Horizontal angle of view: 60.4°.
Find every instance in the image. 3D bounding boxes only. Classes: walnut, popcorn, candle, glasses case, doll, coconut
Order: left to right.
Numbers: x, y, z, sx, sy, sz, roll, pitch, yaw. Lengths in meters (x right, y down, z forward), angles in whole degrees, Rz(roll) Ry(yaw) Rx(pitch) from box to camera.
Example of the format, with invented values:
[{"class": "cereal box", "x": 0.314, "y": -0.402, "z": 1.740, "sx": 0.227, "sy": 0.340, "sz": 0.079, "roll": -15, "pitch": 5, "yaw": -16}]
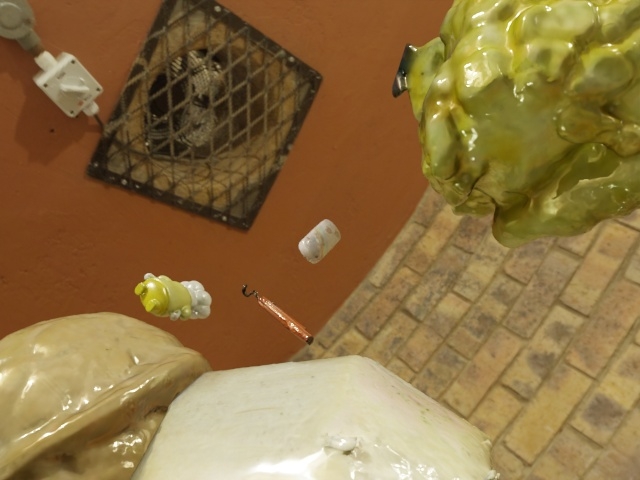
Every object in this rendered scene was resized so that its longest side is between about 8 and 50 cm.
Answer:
[{"class": "walnut", "x": -0.303, "y": 0.271, "z": 0.749, "sx": 0.381, "sy": 0.381, "sz": 0.381, "roll": -19, "pitch": -56, "yaw": -31}, {"class": "doll", "x": -0.265, "y": 0.107, "z": 1.009, "sx": 0.062, "sy": 0.106, "sz": 0.162, "roll": -45, "pitch": -24, "yaw": 13}, {"class": "candle", "x": -0.073, "y": 0.122, "z": 0.918, "sx": 0.026, "sy": 0.167, "sz": 0.021, "roll": 16, "pitch": -76, "yaw": -56}, {"class": "coconut", "x": -0.027, "y": 0.266, "z": 0.427, "sx": 0.352, "sy": 0.352, "sz": 0.353, "roll": -19, "pitch": -56, "yaw": -31}, {"class": "glasses case", "x": 0.000, "y": 0.000, "z": 0.648, "sx": 0.021, "sy": 0.032, "sz": 0.083, "roll": -39, "pitch": 2, "yaw": 32}, {"class": "popcorn", "x": 0.208, "y": -0.127, "z": 0.544, "sx": 0.237, "sy": 0.293, "sz": 0.293, "roll": 16, "pitch": -75, "yaw": -6}]
